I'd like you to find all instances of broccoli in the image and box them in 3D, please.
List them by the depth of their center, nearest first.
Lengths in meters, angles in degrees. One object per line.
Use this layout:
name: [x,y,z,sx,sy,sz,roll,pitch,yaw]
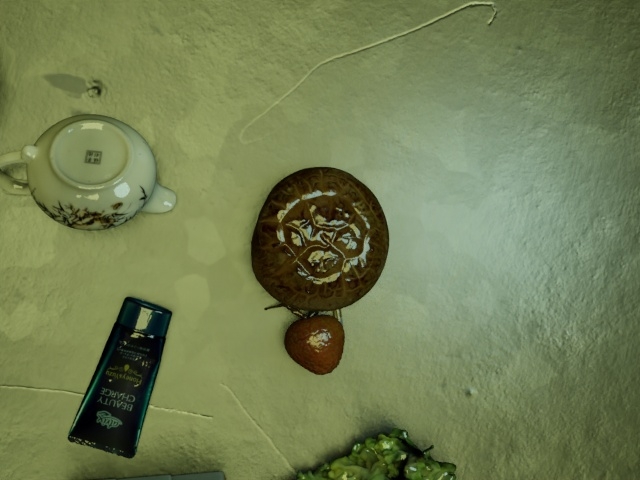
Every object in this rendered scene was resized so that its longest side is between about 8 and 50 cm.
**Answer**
broccoli: [0.090,0.459,1.829,0.348,0.281,0.293,12,87,-2]

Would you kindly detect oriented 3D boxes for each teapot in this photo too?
teapot: [-0.401,-0.113,1.857,0.300,0.166,0.208,4,72,4]

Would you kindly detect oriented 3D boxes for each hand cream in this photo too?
hand cream: [-0.337,0.235,1.905,0.120,0.061,0.270,18,96,-11]

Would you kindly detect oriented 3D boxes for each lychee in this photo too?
lychee: [-0.018,0.165,1.908,0.114,0.101,0.140,-26,99,4]

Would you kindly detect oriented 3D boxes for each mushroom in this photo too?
mushroom: [0.000,0.000,1.888,0.253,0.153,0.253,0,88,-12]

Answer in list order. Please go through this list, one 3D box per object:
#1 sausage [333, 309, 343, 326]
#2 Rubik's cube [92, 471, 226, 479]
sausage: [0.029,0.118,1.957,0.015,0.015,0.100,-8,91,-6]
Rubik's cube: [-0.284,0.551,1.788,0.290,0.291,0.291,-3,89,-6]
